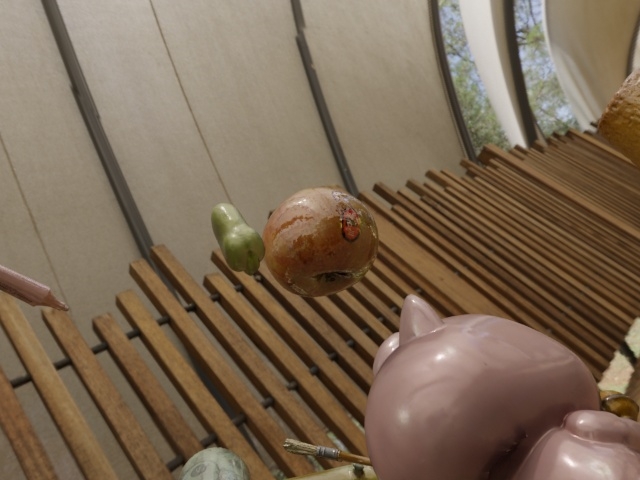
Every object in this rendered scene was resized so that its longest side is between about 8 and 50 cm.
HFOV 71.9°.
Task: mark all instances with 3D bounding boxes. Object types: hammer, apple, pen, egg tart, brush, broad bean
[{"bbox_3d":[-0.050,0.365,0.625,0.306,0.202,0.112,-6,-78,-12],"label":"hammer"},{"bbox_3d":[0.000,0.000,1.524,0.401,0.333,0.400,-10,-31,-6],"label":"apple"},{"bbox_3d":[-0.529,0.077,0.765,0.053,0.032,0.197,-24,-48,33],"label":"pen"},{"bbox_3d":[0.644,-0.226,0.826,0.215,0.171,0.215,-29,-36,-24],"label":"egg tart"},{"bbox_3d":[0.044,0.233,0.471,0.043,0.170,0.014,73,-155,-61],"label":"brush"},{"bbox_3d":[-0.173,-0.002,0.928,0.082,0.174,0.124,-16,-49,-19],"label":"broad bean"}]

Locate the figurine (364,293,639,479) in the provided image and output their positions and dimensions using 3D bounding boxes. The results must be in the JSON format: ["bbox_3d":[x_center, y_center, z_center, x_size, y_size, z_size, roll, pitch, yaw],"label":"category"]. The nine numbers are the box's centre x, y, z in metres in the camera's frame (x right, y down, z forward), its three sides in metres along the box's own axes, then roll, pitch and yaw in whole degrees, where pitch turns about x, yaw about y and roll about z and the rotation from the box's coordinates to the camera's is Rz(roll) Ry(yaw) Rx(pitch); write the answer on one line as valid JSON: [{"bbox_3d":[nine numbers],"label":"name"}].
[{"bbox_3d":[0.155,0.161,0.298,0.186,0.288,0.175,3,-75,-39],"label":"figurine"}]
